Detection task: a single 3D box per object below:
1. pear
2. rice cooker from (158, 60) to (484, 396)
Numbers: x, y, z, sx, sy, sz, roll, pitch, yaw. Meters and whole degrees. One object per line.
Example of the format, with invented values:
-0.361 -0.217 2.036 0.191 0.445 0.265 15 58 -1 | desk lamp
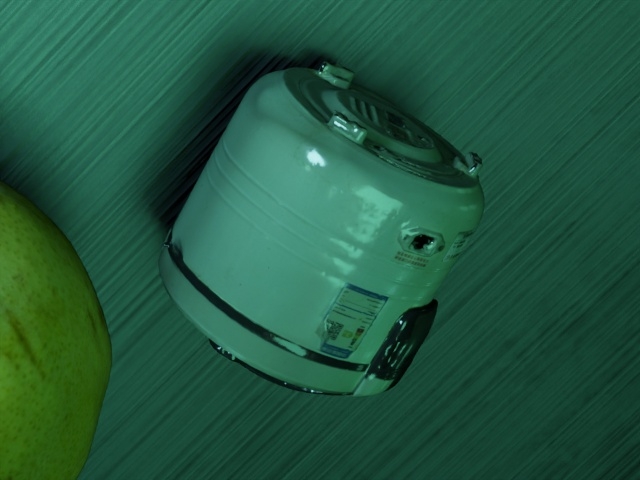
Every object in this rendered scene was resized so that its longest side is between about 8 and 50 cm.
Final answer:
-0.310 0.081 1.179 0.314 0.314 0.314 -9 123 -15 | pear
0.000 0.000 1.284 0.226 0.226 0.244 21 108 -30 | rice cooker
